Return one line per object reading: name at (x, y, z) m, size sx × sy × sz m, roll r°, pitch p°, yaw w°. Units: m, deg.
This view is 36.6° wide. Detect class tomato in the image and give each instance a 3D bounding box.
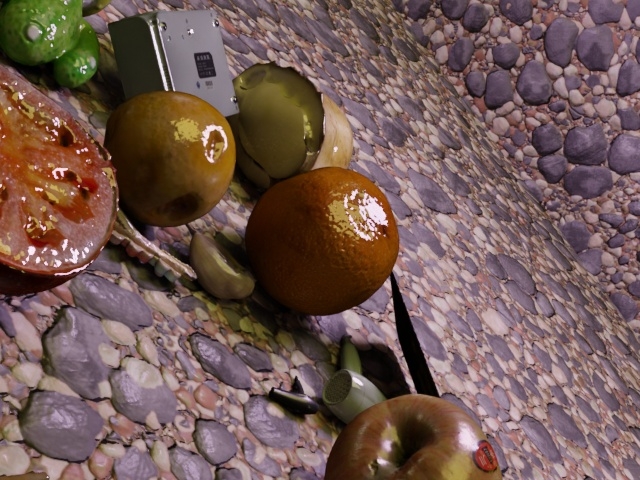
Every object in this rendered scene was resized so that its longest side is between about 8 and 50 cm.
tomato at (-0.412, -0.062, 1.148) m, size 0.338 × 0.144 × 0.338 m, roll 35°, pitch 32°, yaw -26°

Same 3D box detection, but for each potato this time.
potato at (-0.043, -0.198, 1.856) m, size 0.242 × 0.242 × 0.285 m, roll 14°, pitch 21°, yaw -49°

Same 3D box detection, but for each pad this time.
pad at (0.141, 0.229, 1.555) m, size 0.315 × 0.063 × 0.375 m, roll 80°, pitch -7°, yaw -50°

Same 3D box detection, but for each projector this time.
projector at (-0.248, -0.298, 1.694) m, size 0.250 × 0.108 × 0.198 m, roll -31°, pitch 109°, yaw -64°

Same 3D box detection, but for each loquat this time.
loquat at (-0.226, -0.124, 1.443) m, size 0.213 × 0.213 × 0.213 m, roll 36°, pitch 27°, yaw -22°

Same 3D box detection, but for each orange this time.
orange at (0.000, 0.000, 1.583) m, size 0.264 × 0.264 × 0.264 m, roll 36°, pitch 27°, yaw -22°

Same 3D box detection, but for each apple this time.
apple at (0.124, 0.335, 1.293) m, size 0.261 × 0.261 × 0.194 m, roll -86°, pitch 162°, yaw -58°

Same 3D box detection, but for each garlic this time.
garlic at (-0.162, 0.044, 1.486) m, size 0.152 × 0.066 × 0.084 m, roll 42°, pitch -2°, yaw -19°

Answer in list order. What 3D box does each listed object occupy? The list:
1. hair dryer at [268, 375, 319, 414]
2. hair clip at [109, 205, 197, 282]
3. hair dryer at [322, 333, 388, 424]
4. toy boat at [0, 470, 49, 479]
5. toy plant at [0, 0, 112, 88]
hair dryer at (-0.043, 0.224, 1.450) m, size 0.079 × 0.031 × 0.083 m, roll 27°, pitch 17°, yaw -20°
hair clip at (-0.270, 0.000, 1.392) m, size 0.214 × 0.056 × 0.062 m, roll 46°, pitch 7°, yaw -21°
hair dryer at (0.078, 0.237, 1.591) m, size 0.206 × 0.075 × 0.237 m, roll 40°, pitch 17°, yaw -30°
toy boat at (-0.297, 0.277, 0.894) m, size 0.321 × 0.089 × 0.121 m, roll 11°, pitch 37°, yaw -49°
toy plant at (-0.440, -0.401, 1.589) m, size 0.224 × 0.184 × 0.316 m, roll 42°, pitch 33°, yaw -34°
